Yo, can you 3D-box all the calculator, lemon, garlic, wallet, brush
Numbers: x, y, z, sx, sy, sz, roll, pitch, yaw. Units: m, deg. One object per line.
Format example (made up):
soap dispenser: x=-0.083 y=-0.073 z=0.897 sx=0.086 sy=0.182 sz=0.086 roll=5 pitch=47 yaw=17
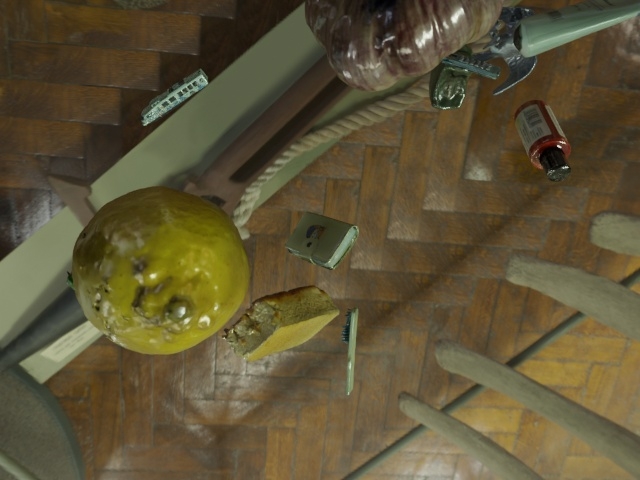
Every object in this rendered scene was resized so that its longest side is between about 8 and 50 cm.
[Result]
calculator: x=0.338 y=-0.418 z=1.178 sx=0.172 sy=0.057 sz=0.018 roll=22 pitch=133 yaw=12
lemon: x=-0.190 y=0.033 z=0.611 sx=0.204 sy=0.260 sz=0.204 roll=-7 pitch=110 yaw=-21
garlic: x=0.084 y=-0.292 z=0.558 sx=0.245 sy=0.244 sz=0.160 roll=-37 pitch=147 yaw=9
wallet: x=0.000 y=0.000 z=1.090 sx=0.039 sy=0.155 sz=0.110 roll=44 pitch=73 yaw=-40
brush: x=0.027 y=0.104 z=0.474 sx=0.013 sy=0.016 sz=0.083 roll=4 pitch=99 yaw=17

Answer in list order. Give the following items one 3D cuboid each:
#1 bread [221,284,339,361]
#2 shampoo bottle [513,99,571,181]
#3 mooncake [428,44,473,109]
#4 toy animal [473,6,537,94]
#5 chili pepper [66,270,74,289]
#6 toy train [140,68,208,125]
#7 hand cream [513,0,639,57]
bread: x=-0.096 y=0.211 z=1.309 sx=0.185 sy=0.275 sz=0.114 roll=-45 pitch=66 yaw=30
shampoo bottle: x=0.617 y=-0.270 z=1.379 sx=0.105 sy=0.278 sz=0.104 roll=1 pitch=137 yaw=1
mooncake: x=0.356 y=-0.445 z=1.365 sx=0.104 sy=0.175 sz=0.168 roll=11 pitch=87 yaw=3
toy animal: x=0.521 y=-0.522 z=1.344 sx=0.177 sy=0.255 sz=0.238 roll=6 pitch=86 yaw=-22
chili pepper: x=-0.301 y=0.067 z=0.677 sx=0.091 sy=0.034 sz=0.030 roll=32 pitch=81 yaw=-20
toy train: x=-0.378 y=-0.361 z=1.273 sx=0.208 sy=0.043 sz=0.047 roll=-30 pitch=133 yaw=11
hand cream: x=0.504 y=-0.408 z=0.879 sx=0.321 sy=0.109 sz=0.067 roll=-18 pitch=126 yaw=12
